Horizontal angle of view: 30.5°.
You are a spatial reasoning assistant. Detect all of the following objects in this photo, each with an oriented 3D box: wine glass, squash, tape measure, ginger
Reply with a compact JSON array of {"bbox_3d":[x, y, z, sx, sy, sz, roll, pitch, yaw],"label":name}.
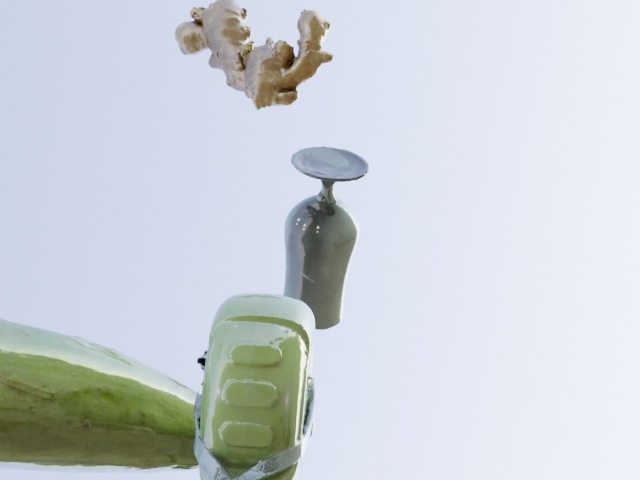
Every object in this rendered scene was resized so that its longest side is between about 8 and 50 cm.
[{"bbox_3d":[0.000,0.000,1.548,0.103,0.103,0.231,-13,-55,-32],"label":"wine glass"},{"bbox_3d":[-0.223,0.122,0.914,0.371,0.118,0.118,11,-73,-24],"label":"squash"},{"bbox_3d":[-0.046,0.114,0.841,0.088,0.177,0.154,6,-81,0],"label":"tape measure"},{"bbox_3d":[-0.082,-0.219,1.354,0.193,0.176,0.052,-18,-35,18],"label":"ginger"}]
